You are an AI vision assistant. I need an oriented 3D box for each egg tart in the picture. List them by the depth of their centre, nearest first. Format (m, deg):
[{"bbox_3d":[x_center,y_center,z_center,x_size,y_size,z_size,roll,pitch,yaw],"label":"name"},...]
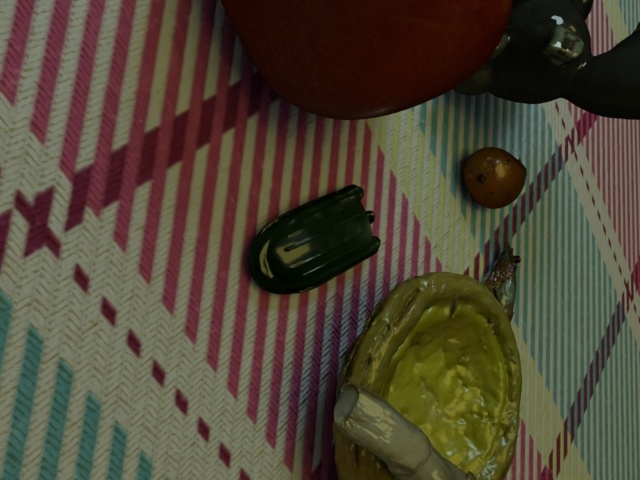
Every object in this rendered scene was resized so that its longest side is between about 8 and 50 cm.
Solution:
[{"bbox_3d":[0.132,0.211,0.647,0.345,0.132,0.346,4,84,-38],"label":"egg tart"}]

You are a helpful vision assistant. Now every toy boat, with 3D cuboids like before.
[{"bbox_3d":[0.000,0.000,0.620,0.210,0.052,0.104,-27,104,-35],"label":"toy boat"}]

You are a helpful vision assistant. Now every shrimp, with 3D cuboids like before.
[{"bbox_3d":[0.319,0.087,0.862,0.091,0.043,0.184,36,66,-26],"label":"shrimp"}]

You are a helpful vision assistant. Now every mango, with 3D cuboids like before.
[{"bbox_3d":[0.317,-0.108,0.855,0.159,0.084,0.105,1,90,-37],"label":"mango"}]

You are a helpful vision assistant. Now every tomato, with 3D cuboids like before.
[{"bbox_3d":[0.043,-0.309,0.554,0.341,0.272,0.342,20,60,-38],"label":"tomato"}]

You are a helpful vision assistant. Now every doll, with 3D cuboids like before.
[{"bbox_3d":[0.420,-0.350,0.827,0.378,0.252,0.382,28,63,0],"label":"doll"}]

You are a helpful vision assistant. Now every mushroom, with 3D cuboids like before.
[{"bbox_3d":[0.090,0.222,0.512,0.202,0.054,0.059,47,65,-16],"label":"mushroom"}]
